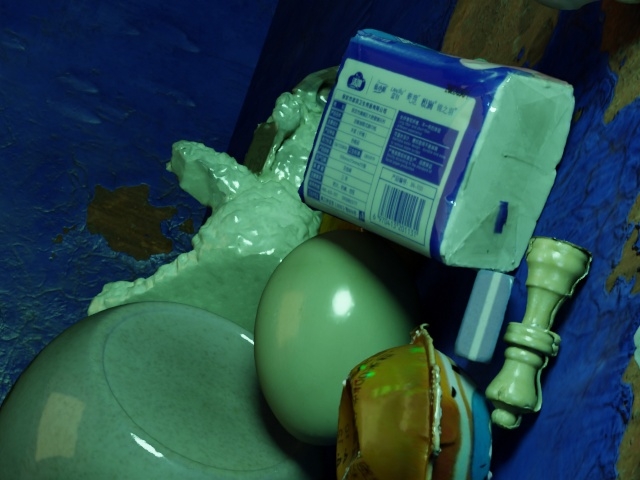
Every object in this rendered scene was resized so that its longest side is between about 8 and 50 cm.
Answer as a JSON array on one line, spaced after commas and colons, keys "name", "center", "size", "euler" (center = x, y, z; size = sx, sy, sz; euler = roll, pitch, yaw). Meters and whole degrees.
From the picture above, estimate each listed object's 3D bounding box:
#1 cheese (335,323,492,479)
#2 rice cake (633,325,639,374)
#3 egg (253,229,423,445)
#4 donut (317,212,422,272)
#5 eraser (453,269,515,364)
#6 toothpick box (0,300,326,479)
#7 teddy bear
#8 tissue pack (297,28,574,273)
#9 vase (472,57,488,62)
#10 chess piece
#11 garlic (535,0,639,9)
[{"name": "cheese", "center": [0.077, 0.201, 1.587], "size": [0.329, 0.129, 0.217], "euler": [107, 168, -65]}, {"name": "rice cake", "center": [0.248, 0.134, 1.161], "size": [0.055, 0.049, 0.270], "euler": [-37, 26, 24]}, {"name": "egg", "center": [0.019, 0.107, 1.881], "size": [0.186, 0.186, 0.242], "euler": [144, 135, -68]}, {"name": "donut", "center": [0.086, -0.074, 2.095], "size": [0.303, 0.110, 0.303], "euler": [-161, 90, -78]}, {"name": "eraser", "center": [0.151, 0.071, 1.576], "size": [0.225, 0.036, 0.082], "euler": [31, -105, -83]}, {"name": "toothpick box", "center": [-0.215, 0.322, 2.038], "size": [0.425, 0.408, 0.409], "euler": [-59, 15, 32]}, {"name": "teddy bear", "center": [-0.094, -0.024, 2.330], "size": [0.375, 0.327, 0.362], "euler": [-33, 29, 28]}, {"name": "tissue pack", "center": [0.117, -0.092, 1.758], "size": [0.269, 0.137, 0.209], "euler": [23, 94, 53]}, {"name": "vase", "center": [0.175, -0.135, 1.896], "size": [0.149, 0.081, 0.081], "euler": [-94, 29, -59]}, {"name": "chess piece", "center": [0.187, 0.084, 1.504], "size": [0.060, 0.060, 0.172], "euler": [164, 125, -75]}, {"name": "garlic", "center": [0.278, -0.313, 1.556], "size": [0.281, 0.184, 0.203], "euler": [-34, 62, 36]}]
